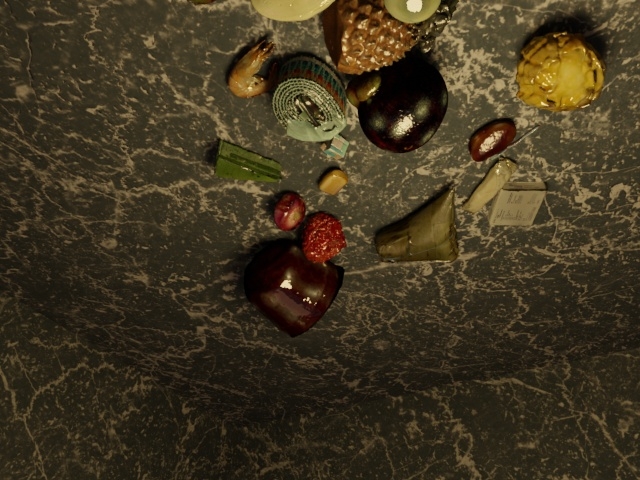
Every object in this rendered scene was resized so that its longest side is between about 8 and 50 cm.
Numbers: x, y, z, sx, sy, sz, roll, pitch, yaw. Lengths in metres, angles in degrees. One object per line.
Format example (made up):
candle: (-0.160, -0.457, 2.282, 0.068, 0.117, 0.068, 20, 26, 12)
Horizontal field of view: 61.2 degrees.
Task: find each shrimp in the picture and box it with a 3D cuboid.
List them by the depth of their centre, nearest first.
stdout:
shrimp: (-0.184, -0.502, 1.605, 0.133, 0.053, 0.236, 27, 137, -25)

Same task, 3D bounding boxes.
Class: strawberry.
strawberry: (0.000, 0.000, 2.093, 0.184, 0.201, 0.187, 44, 145, -9)

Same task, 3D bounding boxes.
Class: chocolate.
chocolate: (-0.144, 0.165, 2.211, 0.331, 0.384, 0.383, 38, 130, -16)

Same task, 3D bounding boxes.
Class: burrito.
burrito: (0.599, -0.187, 1.951, 0.082, 0.059, 0.275, 21, 138, -10)

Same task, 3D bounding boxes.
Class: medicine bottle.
medicine bottle: (0.730, -0.134, 2.017, 0.171, 0.052, 0.201, 0, 141, 2)

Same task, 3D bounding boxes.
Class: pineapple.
pineapple: (0.197, -0.560, 1.414, 0.357, 0.223, 0.223, -12, 141, -11)

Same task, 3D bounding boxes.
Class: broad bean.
broad bean: (0.564, -0.327, 1.773, 0.165, 0.084, 0.114, -29, 148, 23)

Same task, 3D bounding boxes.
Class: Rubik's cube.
Rubik's cube: (0.047, -0.314, 1.810, 0.075, 0.084, 0.073, 45, 153, -20)

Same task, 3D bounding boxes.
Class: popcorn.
popcorn: (0.662, -0.467, 1.519, 0.250, 0.190, 0.250, 6, 140, 5)

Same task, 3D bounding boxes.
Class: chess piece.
chess piece: (0.202, -0.624, 1.233, 0.182, 0.330, 0.182, 2, 141, 1)

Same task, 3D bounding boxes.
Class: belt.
belt: (-0.032, -0.415, 1.630, 0.207, 0.150, 0.257, -13, 138, 29)

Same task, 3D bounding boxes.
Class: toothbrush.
toothbrush: (0.651, -0.328, 1.818, 0.019, 0.013, 0.193, 37, 130, -24)

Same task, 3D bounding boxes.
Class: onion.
onion: (-0.136, -0.114, 2.031, 0.140, 0.150, 0.150, 23, 152, 34)

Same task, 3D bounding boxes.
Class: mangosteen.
mangosteen: (0.220, -0.395, 1.548, 0.288, 0.288, 0.288, 1, 140, 1)

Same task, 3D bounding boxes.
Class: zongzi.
zongzi: (0.357, -0.057, 2.035, 0.323, 0.160, 0.360, -6, 140, 7)

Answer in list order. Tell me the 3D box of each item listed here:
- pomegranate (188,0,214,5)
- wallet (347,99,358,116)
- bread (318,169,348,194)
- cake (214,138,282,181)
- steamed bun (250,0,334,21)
pomegranate: (-0.303, -0.677, 1.362, 0.129, 0.159, 0.129, 11, -177, -1)
wallet: (0.156, -0.417, 1.712, 0.095, 0.033, 0.190, -24, 135, 25)
bread: (0.047, -0.215, 1.938, 0.082, 0.056, 0.115, 18, 144, -19)
cake: (-0.253, -0.251, 1.870, 0.235, 0.100, 0.099, 18, 139, -19)
steamed bun: (-0.041, -0.637, 1.324, 0.250, 0.200, 0.155, -20, 137, 27)
